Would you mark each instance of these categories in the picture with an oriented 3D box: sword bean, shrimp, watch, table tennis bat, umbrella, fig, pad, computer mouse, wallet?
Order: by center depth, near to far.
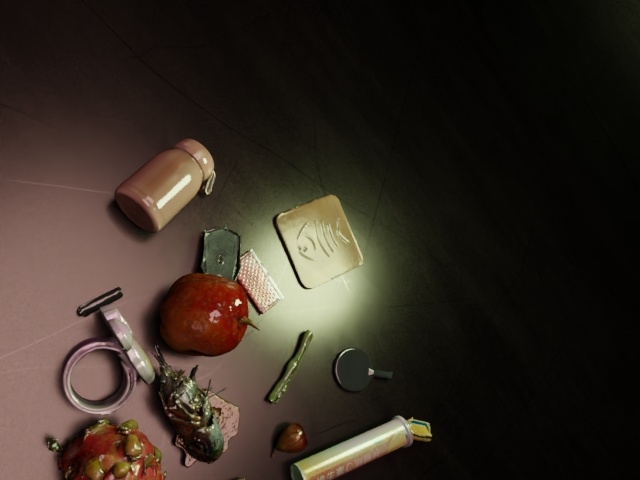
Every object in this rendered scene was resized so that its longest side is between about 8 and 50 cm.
[{"bbox_3d":[-0.581,0.328,1.506,0.217,0.210,0.249,-34,104,-23],"label":"watch"},{"bbox_3d":[-0.360,0.443,1.600,0.172,0.137,0.373,-28,105,-66],"label":"shrimp"},{"bbox_3d":[-0.621,0.174,1.606,0.133,0.031,0.036,-29,91,-31],"label":"umbrella"},{"bbox_3d":[-0.105,0.626,1.766,0.125,0.089,0.089,-25,90,-12],"label":"fig"},{"bbox_3d":[-0.316,0.058,1.792,0.126,0.071,0.231,3,65,-15],"label":"computer mouse"},{"bbox_3d":[-0.092,0.408,1.849,0.043,0.038,0.269,53,55,-38],"label":"sword bean"},{"bbox_3d":[-0.209,0.136,1.860,0.103,0.020,0.197,-38,98,-32],"label":"wallet"},{"bbox_3d":[0.150,0.456,1.981,0.236,0.027,0.150,15,70,-25],"label":"table tennis bat"},{"bbox_3d":[0.000,0.000,2.016,0.283,0.018,0.287,-23,89,-33],"label":"pad"}]

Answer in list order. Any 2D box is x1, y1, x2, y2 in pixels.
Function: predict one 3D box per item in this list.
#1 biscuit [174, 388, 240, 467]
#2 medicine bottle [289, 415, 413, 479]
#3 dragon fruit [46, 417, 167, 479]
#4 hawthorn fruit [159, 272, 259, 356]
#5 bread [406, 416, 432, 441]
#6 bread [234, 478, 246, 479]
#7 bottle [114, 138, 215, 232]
[{"bbox_3d":[-0.340,0.559,1.665,0.182,0.034,0.215,35,64,-13],"label":"biscuit"},{"bbox_3d":[0.106,0.697,1.852,0.425,0.108,0.108,-13,84,-30],"label":"medicine bottle"},{"bbox_3d":[-0.516,0.577,1.411,0.250,0.291,0.269,-16,84,-27],"label":"dragon fruit"},{"bbox_3d":[-0.332,0.213,1.631,0.261,0.258,0.259,-20,88,-10],"label":"hawthorn fruit"},{"bbox_3d":[0.345,0.678,2.023,0.105,0.053,0.072,20,45,-27],"label":"bread"},{"bbox_3d":[-0.235,0.764,1.653,0.140,0.069,0.128,-5,79,-27],"label":"bread"},{"bbox_3d":[-0.452,-0.166,1.723,0.297,0.173,0.207,-53,136,-31],"label":"bottle"}]
